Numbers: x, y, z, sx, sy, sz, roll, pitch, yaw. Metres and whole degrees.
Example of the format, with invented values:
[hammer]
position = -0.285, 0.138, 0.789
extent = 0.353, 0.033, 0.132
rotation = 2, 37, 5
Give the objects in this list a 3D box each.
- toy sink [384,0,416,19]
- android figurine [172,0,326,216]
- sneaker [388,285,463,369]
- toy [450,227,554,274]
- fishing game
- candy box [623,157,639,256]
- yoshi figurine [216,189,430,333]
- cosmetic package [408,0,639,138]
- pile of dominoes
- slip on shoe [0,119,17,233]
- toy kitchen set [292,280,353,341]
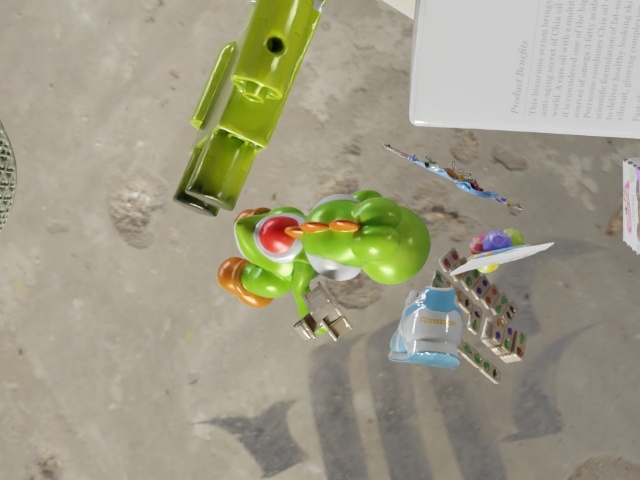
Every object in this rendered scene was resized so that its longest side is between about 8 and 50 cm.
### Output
[toy sink]
position = 0.234, -0.608, 2.026
extent = 0.131, 0.234, 0.153
rotation = 36, 60, 12
[android figurine]
position = -0.054, -0.154, 0.815
extent = 0.056, 0.248, 0.272
rotation = 22, 84, -13
[sneaker]
position = 0.139, 0.114, 1.218
extent = 0.087, 0.228, 0.092
rotation = 7, 79, -3
[toy]
position = 0.295, 0.013, 1.613
extent = 0.137, 0.237, 0.056
rotation = -13, 80, -2
[fishing game]
position = 0.250, -0.126, 1.781
extent = 0.264, 0.189, 0.041
rotation = 28, 98, 21
[candy box]
position = 0.597, -0.057, 1.711
extent = 0.070, 0.196, 0.164
rotation = -3, 101, 6
[yoshi figurine]
position = 0.019, 0.017, 1.396
extent = 0.362, 0.203, 0.203
rotation = -10, 107, 52
[cosmetic package]
position = 0.330, -0.240, 1.033
extent = 0.453, 0.161, 0.230
rotation = 4, 116, 2
[pile of dominoes]
position = 0.304, 0.136, 1.822
extent = 0.040, 0.251, 0.196
rotation = -21, 38, 43
[slip on shoe]
position = -0.402, -0.109, 0.999
extent = 0.101, 0.123, 0.331
rotation = 27, 138, 25
[toy kitchen set]
position = 0.001, 0.118, 1.317
extent = 0.068, 0.075, 0.083
rotation = -36, 112, 1
